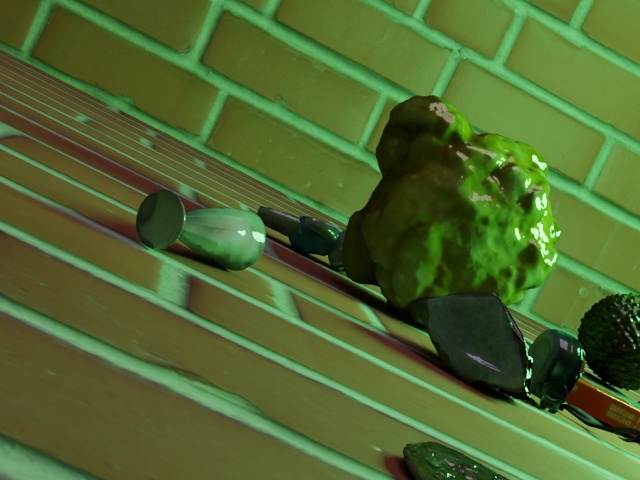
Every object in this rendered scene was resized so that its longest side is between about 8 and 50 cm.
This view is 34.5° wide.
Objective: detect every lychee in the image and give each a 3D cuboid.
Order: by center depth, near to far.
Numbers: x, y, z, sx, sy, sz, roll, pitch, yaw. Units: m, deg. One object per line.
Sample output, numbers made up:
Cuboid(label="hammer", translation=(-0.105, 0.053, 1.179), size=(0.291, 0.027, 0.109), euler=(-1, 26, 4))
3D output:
Cuboid(label="lychee", translation=(0.499, 0.165, 1.667), size=(0.171, 0.171, 0.171), euler=(27, 5, -2))

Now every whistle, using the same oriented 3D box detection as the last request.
Cuboid(label="whistle", translation=(0.000, 0.000, 1.759), size=(0.235, 0.077, 0.114), euler=(21, -24, -10))

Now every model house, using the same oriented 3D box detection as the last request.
Cuboid(label="model house", translation=(0.214, 0.144, 1.337), size=(0.165, 0.106, 0.152), euler=(69, 10, 23))

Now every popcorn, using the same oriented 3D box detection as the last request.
Cuboid(label="popcorn", translation=(0.207, -0.032, 1.599), size=(0.293, 0.334, 0.292), euler=(0, -26, 35))

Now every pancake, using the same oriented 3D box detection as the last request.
Cuboid(label="pancake", translation=(0.114, 0.177, 0.738), size=(0.129, 0.023, 0.116), euler=(24, 4, -37))

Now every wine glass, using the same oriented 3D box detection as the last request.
Cuboid(label="wine glass", translation=(-0.129, -0.009, 1.129), size=(0.073, 0.073, 0.155), euler=(30, 8, 28))

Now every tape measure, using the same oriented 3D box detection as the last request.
Cuboid(label="tape measure", translation=(0.369, 0.200, 1.416), size=(0.179, 0.107, 0.104), euler=(25, 1, 5))

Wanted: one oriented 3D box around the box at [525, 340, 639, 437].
Cuboid(label="box", translation=(0.398, 0.227, 1.661), size=(0.273, 0.048, 0.265), euler=(26, 4, -8))

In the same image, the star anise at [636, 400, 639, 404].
Cuboid(label="star anise", translation=(0.565, 0.291, 1.651), size=(0.097, 0.070, 0.190), euler=(62, 3, 9))
